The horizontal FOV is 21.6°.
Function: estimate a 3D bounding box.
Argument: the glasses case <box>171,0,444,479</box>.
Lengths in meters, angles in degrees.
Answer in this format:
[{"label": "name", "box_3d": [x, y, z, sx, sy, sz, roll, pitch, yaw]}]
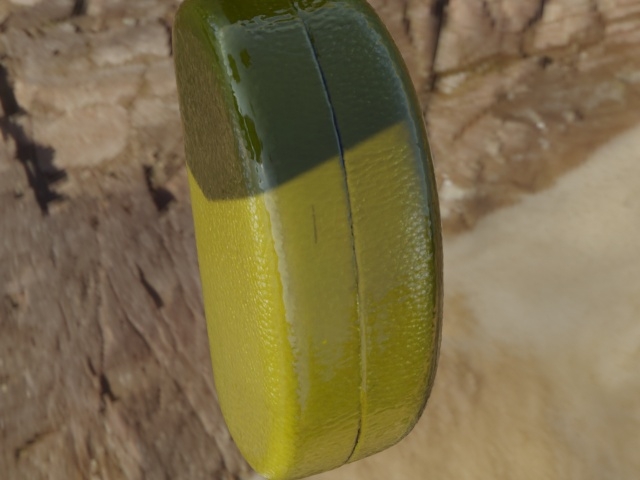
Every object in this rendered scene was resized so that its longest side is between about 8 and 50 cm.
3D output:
[{"label": "glasses case", "box_3d": [0.000, 0.000, 1.156, 0.141, 0.173, 0.371, -16, 121, -18]}]
